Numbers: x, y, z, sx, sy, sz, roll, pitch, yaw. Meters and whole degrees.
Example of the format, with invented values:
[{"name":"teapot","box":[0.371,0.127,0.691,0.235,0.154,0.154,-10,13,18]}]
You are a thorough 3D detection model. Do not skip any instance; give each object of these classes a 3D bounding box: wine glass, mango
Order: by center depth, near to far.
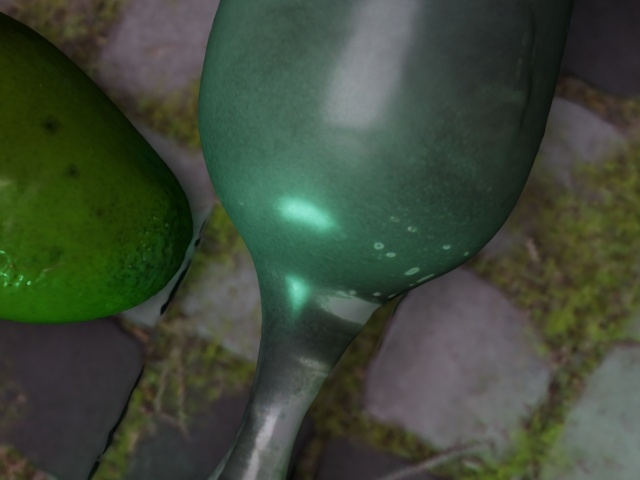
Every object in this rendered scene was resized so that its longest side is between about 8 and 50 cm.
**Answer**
[{"name":"wine glass","box":[0.000,0.000,0.600,0.143,0.143,0.321,21,95,10]},{"name":"mango","box":[-0.137,-0.030,0.654,0.178,0.100,0.119,28,90,-1]}]
